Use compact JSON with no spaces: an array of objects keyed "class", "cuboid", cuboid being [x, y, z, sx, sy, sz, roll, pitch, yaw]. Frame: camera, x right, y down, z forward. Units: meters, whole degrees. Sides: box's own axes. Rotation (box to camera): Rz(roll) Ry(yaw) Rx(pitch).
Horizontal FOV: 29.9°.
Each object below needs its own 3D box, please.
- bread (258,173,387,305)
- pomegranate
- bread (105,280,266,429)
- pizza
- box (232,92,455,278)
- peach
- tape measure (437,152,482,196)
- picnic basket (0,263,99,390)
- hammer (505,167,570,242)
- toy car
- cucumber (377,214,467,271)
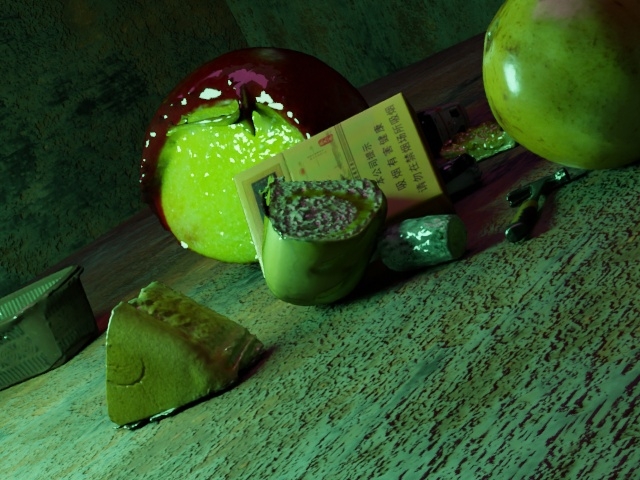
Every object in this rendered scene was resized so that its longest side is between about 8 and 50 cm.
[{"class":"bread","cuboid":[-0.001,0.001,1.512,0.158,0.156,0.261,2,30,-4]},{"class":"pomegranate","cuboid":[0.320,-0.207,1.395,0.264,0.264,0.264,-27,10,5]},{"class":"bread","cuboid":[-0.171,0.162,1.425,0.140,0.169,0.160,-45,-20,-61]},{"class":"pizza","cuboid":[0.249,-0.156,1.916,0.134,0.046,0.175,-32,11,-23]},{"class":"box","cuboid":[0.030,-0.064,1.664,0.274,0.174,0.076,-25,-29,12]},{"class":"peach","cuboid":[-0.092,-0.148,1.941,0.406,0.335,0.310,-22,18,42]},{"class":"tape measure","cuboid":[0.188,-0.091,1.729,0.091,0.054,0.094,-28,3,10]},{"class":"picnic basket","cuboid":[-0.528,0.170,2.107,0.296,0.129,0.222,-23,12,29]},{"class":"hammer","cuboid":[0.242,-0.038,1.406,0.078,0.021,0.201,-23,10,26]},{"class":"toy car","cuboid":[0.172,-0.195,2.186,0.108,0.089,0.209,-35,16,-36]},{"class":"cucumber","cuboid":[0.123,0.001,1.417,0.112,0.064,0.064,-17,15,47]}]
